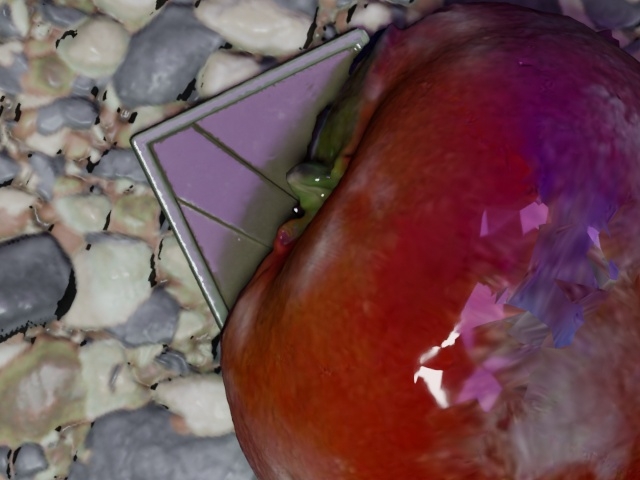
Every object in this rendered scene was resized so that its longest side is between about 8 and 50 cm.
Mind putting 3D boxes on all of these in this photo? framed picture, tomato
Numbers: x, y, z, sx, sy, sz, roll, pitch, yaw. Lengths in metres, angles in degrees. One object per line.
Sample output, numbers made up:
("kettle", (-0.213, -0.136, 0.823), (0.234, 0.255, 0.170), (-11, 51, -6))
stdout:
("framed picture", (0.000, 0.000, 1.073), (0.150, 0.015, 0.203), (-27, 100, -10))
("tomato", (0.118, 0.041, 1.009), (0.290, 0.176, 0.335), (30, 86, -17))
